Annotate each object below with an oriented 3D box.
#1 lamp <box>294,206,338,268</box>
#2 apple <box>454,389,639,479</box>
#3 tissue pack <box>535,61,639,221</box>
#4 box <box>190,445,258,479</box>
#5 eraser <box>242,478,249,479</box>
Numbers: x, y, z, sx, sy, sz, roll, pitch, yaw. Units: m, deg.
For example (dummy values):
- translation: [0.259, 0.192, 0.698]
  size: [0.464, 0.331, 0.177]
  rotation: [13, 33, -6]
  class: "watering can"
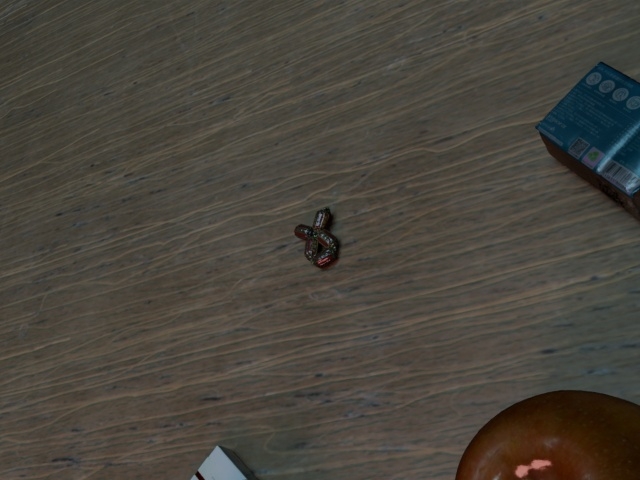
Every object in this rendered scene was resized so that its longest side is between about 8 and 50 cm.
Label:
- translation: [0.000, 0.000, 1.270]
  size: [0.063, 0.031, 0.083]
  rotation: [-35, 53, 17]
  class: "lamp"
- translation: [0.243, 0.260, 0.811]
  size: [0.251, 0.206, 0.272]
  rotation: [-38, 40, 5]
  class: "apple"
- translation: [0.351, -0.115, 1.041]
  size: [0.120, 0.082, 0.169]
  rotation: [-46, 47, 4]
  class: "tissue pack"
- translation: [-0.150, 0.354, 1.168]
  size: [0.154, 0.040, 0.084]
  rotation: [-52, 45, -1]
  class: "box"
- translation: [-0.045, 0.419, 1.025]
  size: [0.124, 0.081, 0.279]
  rotation: [-47, 47, 5]
  class: "eraser"
